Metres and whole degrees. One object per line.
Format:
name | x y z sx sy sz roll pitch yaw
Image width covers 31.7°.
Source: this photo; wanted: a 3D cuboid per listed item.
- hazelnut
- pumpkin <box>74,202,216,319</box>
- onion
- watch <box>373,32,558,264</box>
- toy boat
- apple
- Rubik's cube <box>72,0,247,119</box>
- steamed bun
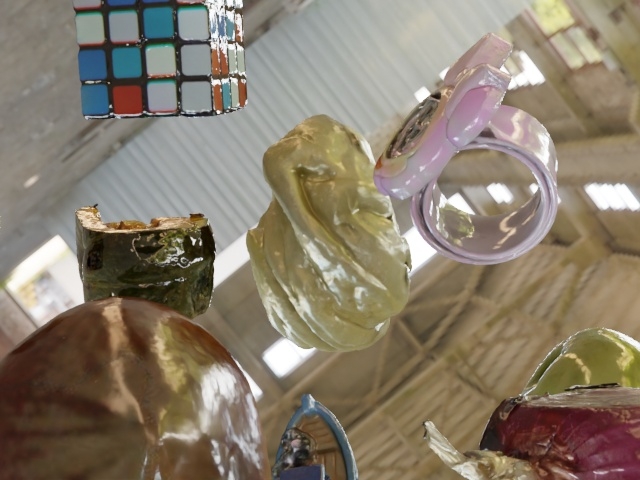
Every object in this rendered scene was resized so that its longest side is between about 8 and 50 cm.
hazelnut | -0.236 0.268 1.328 0.359 0.409 0.359 -14 155 -7
pumpkin | -0.255 0.025 1.640 0.190 0.139 0.280 -5 -165 -15
onion | 0.287 0.255 1.057 0.272 0.256 0.230 -25 -154 -26
watch | 0.213 -0.104 1.440 0.248 0.217 0.211 -45 -164 30
toy boat | -0.012 0.265 1.170 0.100 0.097 0.223 -13 -125 17
apple | 0.421 0.265 1.679 0.279 0.279 0.279 -38 -173 5
Rubik's cube | -0.171 -0.215 1.234 0.151 0.155 0.154 0 -171 8
steamed bun | 0.001 0.005 1.747 0.230 0.325 0.372 -15 156 -6
